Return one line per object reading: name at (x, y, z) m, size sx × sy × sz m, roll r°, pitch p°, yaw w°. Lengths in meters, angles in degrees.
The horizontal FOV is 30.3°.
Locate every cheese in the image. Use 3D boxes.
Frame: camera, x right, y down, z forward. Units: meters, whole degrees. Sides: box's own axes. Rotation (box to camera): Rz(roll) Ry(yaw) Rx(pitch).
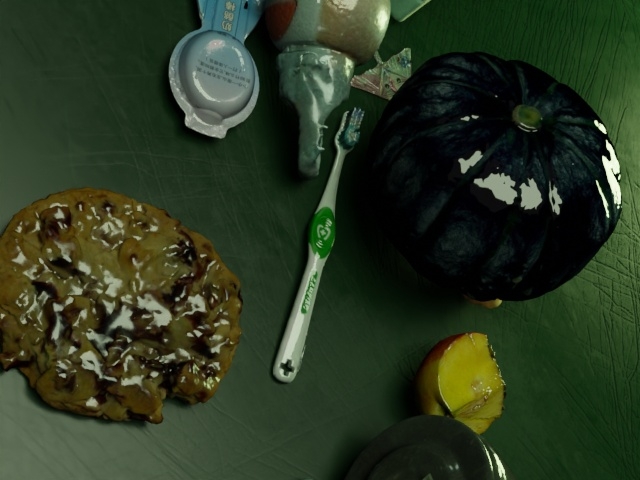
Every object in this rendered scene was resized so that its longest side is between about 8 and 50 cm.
cheese at (-0.142, -0.257, 1.645) m, size 0.135 × 0.052 × 0.245 m, roll 18°, pitch 66°, yaw -25°

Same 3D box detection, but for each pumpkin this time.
pumpkin at (0.237, -0.086, 1.651) m, size 0.363 × 0.266 × 0.363 m, roll 12°, pitch 54°, yaw -17°

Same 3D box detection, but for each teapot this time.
teapot at (0.170, 0.410, 1.503) m, size 0.239 × 0.239 × 0.322 m, roll 41°, pitch 38°, yaw -37°

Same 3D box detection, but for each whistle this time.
whistle at (-0.010, -0.260, 1.657) m, size 0.189 × 0.189 × 0.348 m, roll 15°, pitch 82°, yaw -23°

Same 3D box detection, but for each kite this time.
kite at (0.089, -0.268, 1.796) m, size 0.137 × 0.005 × 0.152 m, roll -35°, pitch 92°, yaw -31°

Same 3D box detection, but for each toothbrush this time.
toothbrush at (-0.002, 0.001, 1.656) m, size 0.042 × 0.040 × 0.418 m, roll 22°, pitch 71°, yaw -18°

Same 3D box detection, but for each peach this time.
peach at (0.186, 0.199, 1.646) m, size 0.151 × 0.118 × 0.151 m, roll -18°, pitch 123°, yaw -29°

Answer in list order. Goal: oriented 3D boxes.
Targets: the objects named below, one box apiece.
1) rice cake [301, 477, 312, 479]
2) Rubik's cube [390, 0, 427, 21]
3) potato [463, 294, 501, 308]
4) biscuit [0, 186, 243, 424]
rice cake at (-0.023, 0.422, 1.515) m, size 0.124 × 0.038 × 0.211 m, roll -22°, pitch 86°, yaw -30°
Rubik's cube at (0.193, -0.576, 1.760) m, size 0.319 × 0.322 × 0.316 m, roll -41°, pitch 95°, yaw -32°
potato at (0.238, 0.061, 1.744) m, size 0.068 × 0.062 × 0.083 m, roll 18°, pitch 65°, yaw -61°
biscuit at (-0.250, 0.080, 1.475) m, size 0.334 × 0.081 × 0.289 m, roll 23°, pitch 65°, yaw -18°
